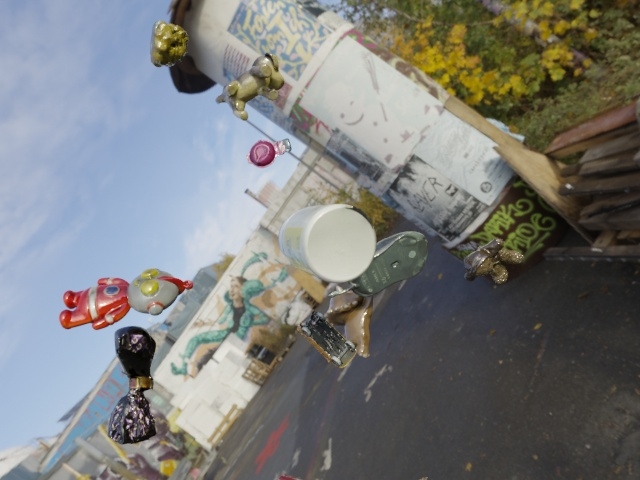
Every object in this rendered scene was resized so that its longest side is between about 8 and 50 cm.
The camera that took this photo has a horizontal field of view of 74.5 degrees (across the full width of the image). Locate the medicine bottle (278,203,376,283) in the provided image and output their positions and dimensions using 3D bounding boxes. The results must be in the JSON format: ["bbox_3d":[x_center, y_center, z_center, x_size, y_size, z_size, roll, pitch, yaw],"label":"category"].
[{"bbox_3d":[0.000,0.000,0.848,0.143,0.143,0.258,-54,15,-7],"label":"medicine bottle"}]

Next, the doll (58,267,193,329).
[{"bbox_3d":[-0.379,0.112,0.838,0.142,0.244,0.076,-115,17,-47],"label":"doll"}]

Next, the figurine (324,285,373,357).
[{"bbox_3d":[0.099,0.289,1.530,0.177,0.172,0.247,76,-161,-76],"label":"figurine"}]

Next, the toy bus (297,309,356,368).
[{"bbox_3d":[0.015,0.267,1.121,0.069,0.162,0.074,-41,-11,-29],"label":"toy bus"}]

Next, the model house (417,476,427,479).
[{"bbox_3d":[0.138,0.612,0.801,0.271,0.207,0.178,-27,-4,9],"label":"model house"}]

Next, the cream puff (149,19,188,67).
[{"bbox_3d":[-0.486,-0.626,1.358,0.146,0.116,0.146,-1,89,59],"label":"cream puff"}]

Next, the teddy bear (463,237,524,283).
[{"bbox_3d":[0.366,0.041,0.924,0.160,0.078,0.119,5,-51,-40],"label":"teddy bear"}]

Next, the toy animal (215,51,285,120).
[{"bbox_3d":[-0.199,-0.470,1.274,0.233,0.121,0.168,-39,41,-10],"label":"toy animal"}]

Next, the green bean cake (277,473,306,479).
[{"bbox_3d":[-0.056,0.538,0.819,0.136,0.056,0.135,64,-144,-53],"label":"green bean cake"}]

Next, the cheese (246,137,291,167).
[{"bbox_3d":[-0.162,-0.278,1.317,0.145,0.095,0.038,-18,-11,6],"label":"cheese"}]

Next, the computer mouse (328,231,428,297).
[{"bbox_3d":[0.186,0.086,1.394,0.379,0.167,0.090,-27,25,-8],"label":"computer mouse"}]

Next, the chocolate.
[{"bbox_3d":[-0.239,0.184,0.550,0.072,0.070,0.147,-126,45,-82],"label":"chocolate"}]
